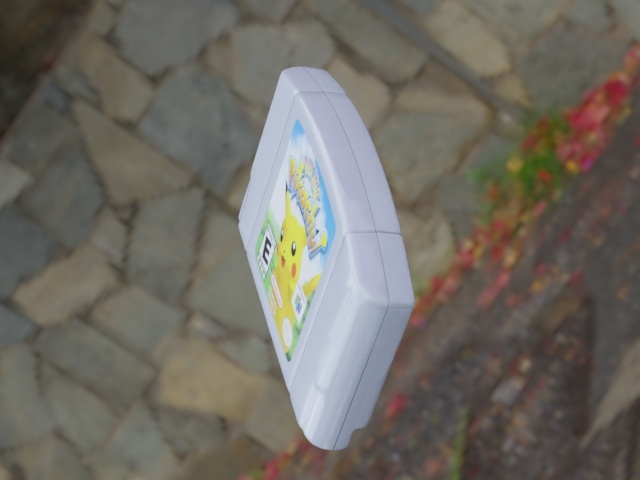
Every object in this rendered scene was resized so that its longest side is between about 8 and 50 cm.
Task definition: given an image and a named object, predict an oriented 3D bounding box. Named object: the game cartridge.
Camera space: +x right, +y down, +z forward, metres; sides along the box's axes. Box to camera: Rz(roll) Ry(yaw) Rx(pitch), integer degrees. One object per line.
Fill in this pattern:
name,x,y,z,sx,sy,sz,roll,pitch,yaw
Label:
game cartridge,0.000,0.000,0.460,0.083,0.017,0.056,-110,33,-45
